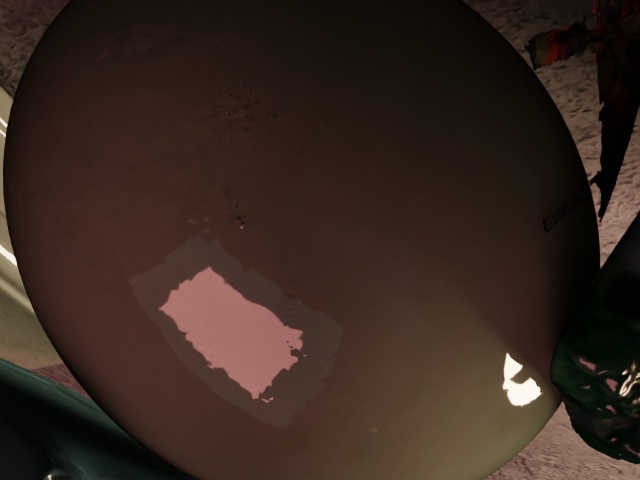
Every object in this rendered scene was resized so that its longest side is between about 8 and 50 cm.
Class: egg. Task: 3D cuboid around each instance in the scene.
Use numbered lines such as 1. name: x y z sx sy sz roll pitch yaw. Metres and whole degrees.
1. egg: 0.000 0.000 0.665 0.276 0.276 0.389 -5 155 29

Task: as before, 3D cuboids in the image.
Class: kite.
1. kite: 0.130 -0.099 0.593 0.010 0.183 0.160 7 -159 34

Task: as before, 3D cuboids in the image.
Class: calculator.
1. calculator: -0.157 0.116 0.737 0.256 0.054 0.386 31 172 -36

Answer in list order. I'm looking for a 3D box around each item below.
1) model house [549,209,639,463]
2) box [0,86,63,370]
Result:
1. model house: 0.283 0.057 0.626 0.248 0.230 0.280 33 175 23
2. box: -0.269 -0.009 0.897 0.182 0.175 0.312 -8 150 18
